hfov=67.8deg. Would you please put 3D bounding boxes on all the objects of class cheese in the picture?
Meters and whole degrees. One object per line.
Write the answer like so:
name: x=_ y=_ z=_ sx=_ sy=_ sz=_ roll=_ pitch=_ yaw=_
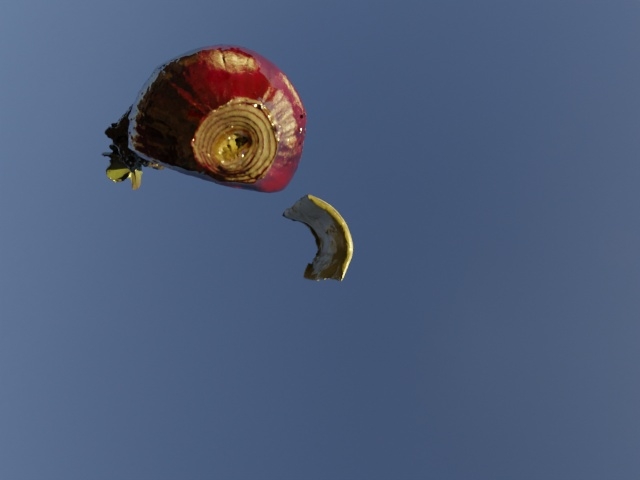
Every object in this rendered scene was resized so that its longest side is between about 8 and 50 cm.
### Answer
cheese: x=0.001 y=0.001 z=0.446 sx=0.060 sy=0.041 sz=0.084 roll=-28 pitch=-104 yaw=54

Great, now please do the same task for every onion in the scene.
onion: x=-0.183 y=-0.243 z=0.921 sx=0.336 sy=0.282 sz=0.260 roll=14 pitch=-74 yaw=-17

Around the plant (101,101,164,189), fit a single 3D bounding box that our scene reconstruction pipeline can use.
plant: x=-0.440 y=-0.230 z=1.150 sx=0.142 sy=0.131 sz=0.203 roll=43 pitch=-64 yaw=12
